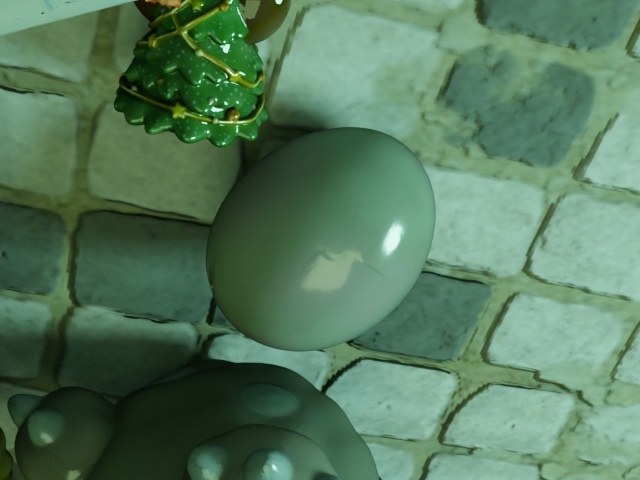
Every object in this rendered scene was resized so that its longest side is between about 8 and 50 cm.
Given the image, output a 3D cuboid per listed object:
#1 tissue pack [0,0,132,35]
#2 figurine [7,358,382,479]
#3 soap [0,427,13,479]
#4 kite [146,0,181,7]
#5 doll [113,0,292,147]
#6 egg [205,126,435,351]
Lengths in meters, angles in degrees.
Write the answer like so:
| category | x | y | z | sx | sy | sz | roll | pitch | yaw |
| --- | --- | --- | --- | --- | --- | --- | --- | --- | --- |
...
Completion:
| category | x | y | z | sx | sy | sz | roll | pitch | yaw |
| --- | --- | --- | --- | --- | --- | --- | --- | --- | --- |
| tissue pack | -0.164 | -0.168 | 0.510 | 0.271 | 0.124 | 0.201 | -13 | 116 | 16 |
| figurine | -0.025 | 0.220 | 0.864 | 0.248 | 0.203 | 0.380 | 10 | 148 | 42 |
| soap | -0.325 | 0.040 | 0.702 | 0.306 | 0.115 | 0.427 | 13 | 158 | 8 |
| kite | -0.114 | -0.242 | 0.393 | 0.327 | 0.013 | 0.377 | -25 | 96 | 17 |
| doll | -0.056 | -0.093 | 0.638 | 0.078 | 0.077 | 0.113 | 13 | 135 | 1 |
| egg | 0.000 | 0.000 | 0.713 | 0.103 | 0.103 | 0.135 | 30 | 129 | -26 |
